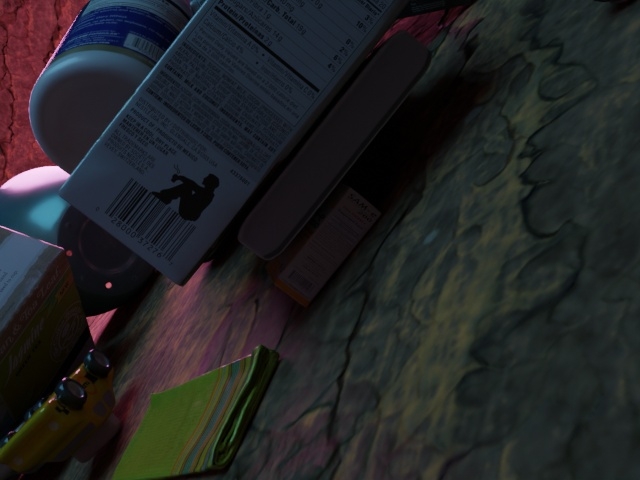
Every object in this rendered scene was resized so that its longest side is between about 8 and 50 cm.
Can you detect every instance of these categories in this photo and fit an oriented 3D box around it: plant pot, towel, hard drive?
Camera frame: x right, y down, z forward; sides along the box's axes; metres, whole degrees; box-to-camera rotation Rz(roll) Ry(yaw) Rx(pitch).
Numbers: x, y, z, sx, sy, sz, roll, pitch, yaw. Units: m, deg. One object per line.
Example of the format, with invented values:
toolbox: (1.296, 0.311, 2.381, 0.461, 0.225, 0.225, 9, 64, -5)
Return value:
plant pot: (-0.422, 0.004, 1.302, 0.235, 0.293, 0.293, -1, 52, 51)
towel: (-0.118, 0.157, 0.630, 0.237, 0.021, 0.102, -31, 27, 51)
hard drive: (0.001, -0.092, 0.706, 0.203, 0.040, 0.307, -51, 8, 4)

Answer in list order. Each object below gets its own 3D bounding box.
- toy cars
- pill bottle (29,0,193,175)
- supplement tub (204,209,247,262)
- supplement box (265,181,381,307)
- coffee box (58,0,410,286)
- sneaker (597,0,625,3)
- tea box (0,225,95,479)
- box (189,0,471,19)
toy cars: (-0.324, 0.234, 0.910, 0.176, 0.087, 0.394, -49, 9, -34)
pill bottle: (-0.210, -0.189, 0.816, 0.153, 0.153, 0.264, -43, 28, 28)
supplement tub: (-0.142, -0.143, 0.997, 0.316, 0.194, 0.194, -56, 17, -11)
supplement box: (0.000, 0.000, 0.608, 0.098, 0.036, 0.062, -51, 16, 1)
coffee box: (-0.059, -0.124, 0.603, 0.297, 0.119, 0.168, -52, 7, 2)
sneaker: (0.187, -0.233, 0.515, 0.163, 0.086, 0.226, -64, 7, -6)
tea box: (-0.525, 0.188, 1.076, 0.323, 0.220, 0.329, 97, -166, -53)
box: (0.027, -0.327, 0.875, 0.308, 0.076, 0.242, -6, 37, 20)
